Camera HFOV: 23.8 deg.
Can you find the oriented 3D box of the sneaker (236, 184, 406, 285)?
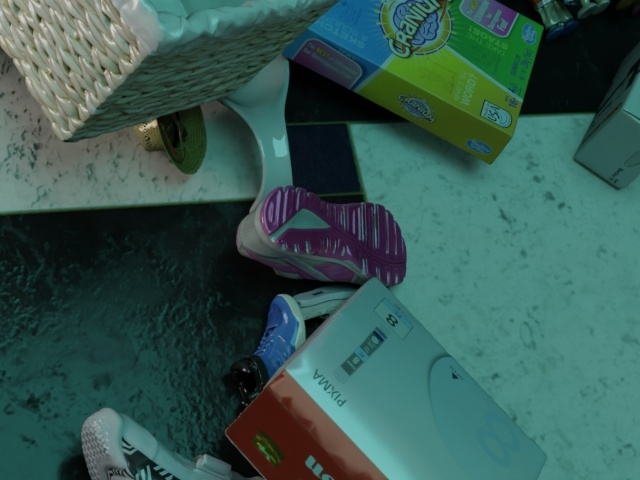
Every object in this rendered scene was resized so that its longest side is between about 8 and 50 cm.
[{"bbox_3d":[0.000,0.000,1.884,0.252,0.111,0.103,20,66,-36],"label":"sneaker"}]

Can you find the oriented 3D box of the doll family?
[{"bbox_3d":[0.397,-0.407,2.201,0.263,0.118,0.163,-18,73,-26],"label":"doll family"}]

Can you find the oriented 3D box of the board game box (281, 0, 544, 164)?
[{"bbox_3d":[0.130,-0.269,2.045,0.317,0.064,0.242,27,48,-7],"label":"board game box"}]

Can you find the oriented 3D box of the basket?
[{"bbox_3d":[-0.203,-0.322,1.735,0.331,0.266,0.328,-25,79,-45],"label":"basket"}]

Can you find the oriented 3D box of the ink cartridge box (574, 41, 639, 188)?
[{"bbox_3d":[0.451,-0.195,2.104,0.087,0.153,0.208,32,59,-3],"label":"ink cartridge box"}]

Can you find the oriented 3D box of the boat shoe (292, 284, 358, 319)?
[{"bbox_3d":[0.006,0.080,1.888,0.100,0.035,0.035,-14,113,-42],"label":"boat shoe"}]

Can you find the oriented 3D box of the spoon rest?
[{"bbox_3d":[-0.088,-0.173,1.941,0.137,0.084,0.276,-9,71,-23],"label":"spoon rest"}]

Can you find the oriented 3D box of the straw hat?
[{"bbox_3d":[-0.200,-0.143,1.896,0.061,0.144,0.144,-14,65,21],"label":"straw hat"}]

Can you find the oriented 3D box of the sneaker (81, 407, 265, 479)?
[{"bbox_3d":[-0.089,0.289,1.702,0.366,0.137,0.210,47,59,0],"label":"sneaker"}]

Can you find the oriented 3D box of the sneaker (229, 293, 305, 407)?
[{"bbox_3d":[-0.066,0.135,1.820,0.085,0.058,0.152,5,71,-27],"label":"sneaker"}]

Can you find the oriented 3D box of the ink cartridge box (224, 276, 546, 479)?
[{"bbox_3d":[0.086,0.228,1.694,0.308,0.091,0.385,47,24,1],"label":"ink cartridge box"}]
